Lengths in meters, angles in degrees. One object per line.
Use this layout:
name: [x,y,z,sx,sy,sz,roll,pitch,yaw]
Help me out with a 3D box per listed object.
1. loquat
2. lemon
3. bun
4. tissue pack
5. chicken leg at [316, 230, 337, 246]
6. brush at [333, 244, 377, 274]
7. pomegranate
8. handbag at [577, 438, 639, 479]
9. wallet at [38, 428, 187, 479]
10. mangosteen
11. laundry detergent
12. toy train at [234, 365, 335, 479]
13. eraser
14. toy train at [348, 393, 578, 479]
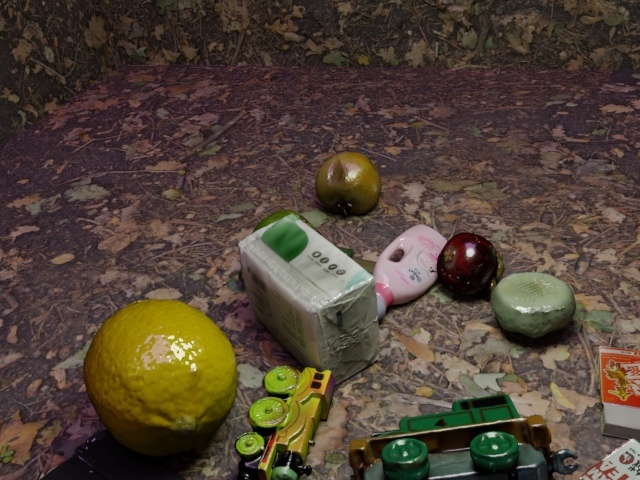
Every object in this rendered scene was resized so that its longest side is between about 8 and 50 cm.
loquat: [0.086,-0.180,2.043,0.213,0.213,0.213,-5,35,3]
lemon: [-0.331,0.281,1.351,0.336,0.336,0.336,-5,35,3]
bun: [0.504,0.162,1.545,0.196,0.118,0.195,-2,30,1]
tissue pack: [-0.030,0.135,1.545,0.194,0.266,0.356,-26,39,-25]
chicken leg: [-0.004,0.001,1.944,0.062,0.037,0.145,-10,30,-28]
brush: [0.104,0.057,1.832,0.283,0.048,0.054,15,39,25]
pomegranate: [-0.107,0.036,1.775,0.241,0.189,0.159,-23,52,-25]
handbag: [0.475,0.492,1.062,0.298,0.151,0.171,-32,28,-8]
wallet: [-0.363,0.518,1.226,0.406,0.062,0.228,18,42,32]
mangosteen: [0.395,0.068,1.676,0.180,0.166,0.166,19,30,-17]
laundry detergent: [0.215,0.088,1.711,0.159,0.087,0.335,39,52,14]
toy train: [-0.070,0.384,1.338,0.161,0.100,0.296,6,37,15]
eraser: [0.671,0.321,1.356,0.157,0.038,0.230,6,36,17]
toy train: [0.239,0.403,1.185,0.430,0.178,0.249,-9,15,7]
